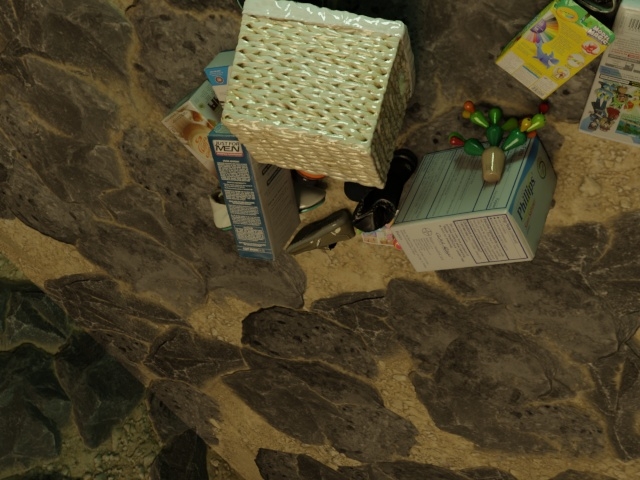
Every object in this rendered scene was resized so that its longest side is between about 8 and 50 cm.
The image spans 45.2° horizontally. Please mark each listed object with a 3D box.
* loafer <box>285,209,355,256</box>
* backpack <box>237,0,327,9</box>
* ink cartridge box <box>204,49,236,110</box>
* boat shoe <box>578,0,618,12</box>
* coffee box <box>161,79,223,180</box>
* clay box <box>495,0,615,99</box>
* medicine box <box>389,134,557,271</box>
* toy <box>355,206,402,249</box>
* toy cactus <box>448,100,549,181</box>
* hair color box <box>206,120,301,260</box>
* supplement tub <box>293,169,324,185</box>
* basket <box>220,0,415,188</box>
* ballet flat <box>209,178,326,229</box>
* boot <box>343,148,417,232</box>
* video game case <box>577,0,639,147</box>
[{"bbox_3d":[0.000,0.000,2.144,0.251,0.094,0.087,-24,113,45],"label":"loafer"},{"bbox_3d":[-0.076,-0.529,1.566,0.189,0.144,0.165,5,144,-1],"label":"backpack"},{"bbox_3d":[-0.166,-0.356,1.865,0.148,0.085,0.203,1,134,30],"label":"ink cartridge box"},{"bbox_3d":[0.440,-0.484,1.362,0.219,0.070,0.077,33,141,-4],"label":"boat shoe"},{"bbox_3d":[-0.271,-0.274,2.009,0.246,0.098,0.141,46,139,-19],"label":"coffee box"},{"bbox_3d":[0.449,-0.373,1.464,0.127,0.053,0.222,35,151,-7],"label":"clay box"},{"bbox_3d":[0.342,-0.081,1.709,0.289,0.263,0.149,-7,129,38],"label":"medicine box"},{"bbox_3d":[0.208,-0.016,2.029,0.237,0.056,0.136,9,138,24],"label":"toy"},{"bbox_3d":[0.367,-0.212,1.617,0.219,0.180,0.112,-3,150,24],"label":"toy cactus"},{"bbox_3d":[-0.152,-0.141,1.851,0.105,0.174,0.347,6,128,22],"label":"hair color box"},{"bbox_3d":[-0.008,-0.222,1.900,0.106,0.106,0.198,28,142,2],"label":"supplement tub"},{"bbox_3d":[0.001,-0.292,1.576,0.332,0.266,0.328,14,173,12],"label":"basket"},{"bbox_3d":[-0.166,-0.119,2.105,0.400,0.139,0.139,-10,127,41],"label":"ballet flat"},{"bbox_3d":[0.114,-0.104,1.870,0.094,0.207,0.247,45,139,-19],"label":"boot"},{"bbox_3d":[0.690,-0.287,1.452,0.329,0.036,0.299,17,140,14],"label":"video game case"}]
